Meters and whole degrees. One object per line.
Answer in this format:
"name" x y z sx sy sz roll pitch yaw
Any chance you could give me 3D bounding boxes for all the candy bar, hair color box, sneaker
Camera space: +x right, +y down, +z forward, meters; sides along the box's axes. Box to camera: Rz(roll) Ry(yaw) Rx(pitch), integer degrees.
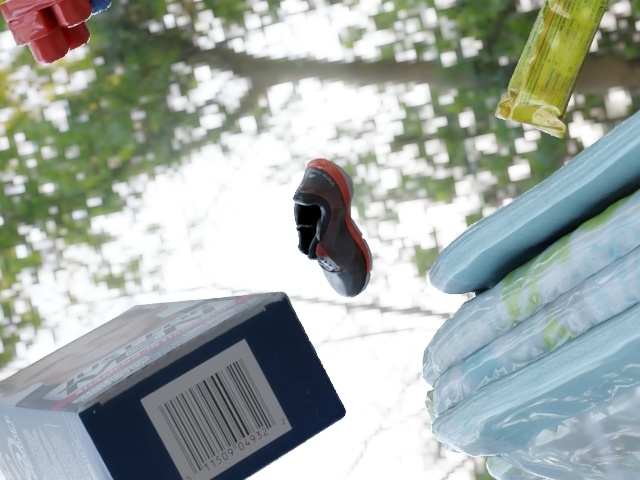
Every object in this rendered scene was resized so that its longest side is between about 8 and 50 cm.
"candy bar" 0.137 -0.127 0.956 0.018 0.040 0.161 -57 -12 -59
"hair color box" -0.137 0.126 1.347 0.174 0.347 0.105 -29 -83 -22
"sneaker" 0.000 0.000 1.613 0.065 0.061 0.158 -49 -41 -34

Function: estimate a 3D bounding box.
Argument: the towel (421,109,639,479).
"towel" 0.246 0.021 0.536 0.320 0.374 0.090 20 -120 -22

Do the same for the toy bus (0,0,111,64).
"toy bus" -0.217 -0.214 1.178 0.220 0.149 0.211 -40 -68 -59
